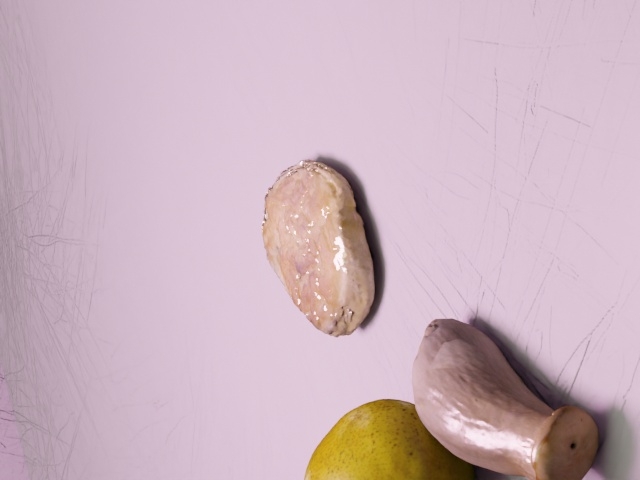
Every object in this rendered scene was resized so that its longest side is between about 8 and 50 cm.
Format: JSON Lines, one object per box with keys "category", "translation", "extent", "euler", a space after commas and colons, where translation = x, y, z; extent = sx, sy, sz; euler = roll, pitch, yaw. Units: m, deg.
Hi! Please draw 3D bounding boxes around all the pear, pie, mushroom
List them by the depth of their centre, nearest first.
{"category": "mushroom", "translation": [0.163, 0.164, 1.449], "extent": [0.096, 0.108, 0.247], "euler": [55, 170, -34]}
{"category": "pear", "translation": [0.075, 0.259, 1.558], "extent": [0.198, 0.198, 0.198], "euler": [29, 124, 55]}
{"category": "pie", "translation": [-0.003, 0.000, 1.746], "extent": [0.218, 0.052, 0.185], "euler": [52, 143, 44]}
